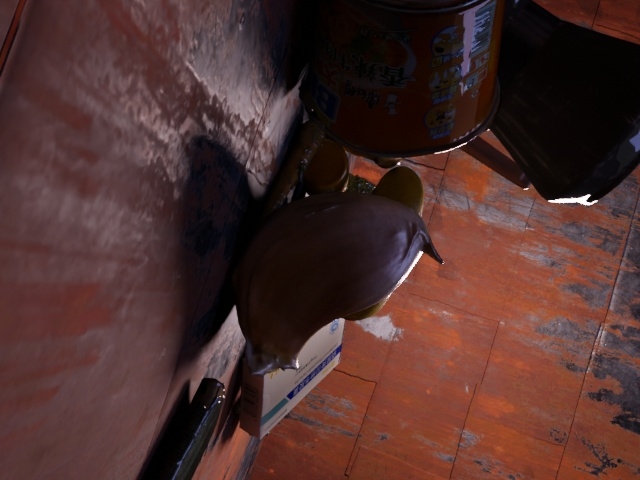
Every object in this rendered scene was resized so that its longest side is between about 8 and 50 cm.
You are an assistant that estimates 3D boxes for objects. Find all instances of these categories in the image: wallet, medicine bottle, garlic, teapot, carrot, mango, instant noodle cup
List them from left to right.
[{"bbox_3d":[-0.204,0.341,0.796,0.169,0.044,0.317,106,5,-46],"label":"wallet"},{"bbox_3d":[-0.047,-0.109,0.989,0.049,0.049,0.254,103,11,-54],"label":"carrot"},{"bbox_3d":[0.000,0.050,0.930,0.313,0.249,0.286,-47,149,0],"label":"garlic"},{"bbox_3d":[0.007,-0.133,1.208,0.192,0.096,0.096,62,47,-85],"label":"medicine bottle"},{"bbox_3d":[0.110,0.013,1.243,0.195,0.142,0.331,-95,-151,-74],"label":"mango"},{"bbox_3d":[0.116,-0.284,0.820,0.214,0.296,0.296,89,18,-55],"label":"instant noodle cup"},{"bbox_3d":[0.397,-0.249,1.132,0.305,0.362,0.376,-48,173,-30],"label":"teapot"}]

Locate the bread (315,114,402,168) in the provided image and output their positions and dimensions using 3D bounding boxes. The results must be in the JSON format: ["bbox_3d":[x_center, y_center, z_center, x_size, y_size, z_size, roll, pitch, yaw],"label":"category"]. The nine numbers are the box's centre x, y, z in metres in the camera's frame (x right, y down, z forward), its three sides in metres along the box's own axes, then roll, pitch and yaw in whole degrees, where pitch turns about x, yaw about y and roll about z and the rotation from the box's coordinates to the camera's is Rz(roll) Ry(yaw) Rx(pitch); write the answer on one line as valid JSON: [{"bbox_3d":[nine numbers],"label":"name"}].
[{"bbox_3d":[0.131,-0.326,1.203,0.398,0.215,0.398,18,90,-88],"label":"bread"}]

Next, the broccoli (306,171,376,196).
[{"bbox_3d":[0.010,0.012,1.454,0.252,0.221,0.361,39,-69,60],"label":"broccoli"}]

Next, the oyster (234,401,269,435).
[{"bbox_3d":[-0.159,0.428,1.548,0.252,0.087,0.199,-77,177,-69],"label":"oyster"}]

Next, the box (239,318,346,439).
[{"bbox_3d":[-0.056,0.279,1.445,0.343,0.065,0.200,-34,137,-50],"label":"box"}]
